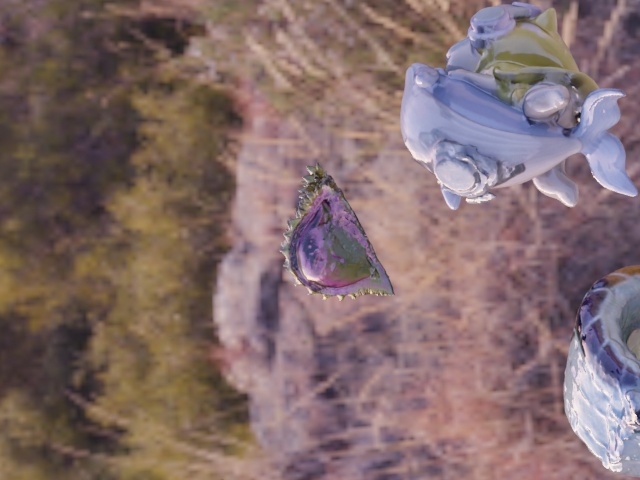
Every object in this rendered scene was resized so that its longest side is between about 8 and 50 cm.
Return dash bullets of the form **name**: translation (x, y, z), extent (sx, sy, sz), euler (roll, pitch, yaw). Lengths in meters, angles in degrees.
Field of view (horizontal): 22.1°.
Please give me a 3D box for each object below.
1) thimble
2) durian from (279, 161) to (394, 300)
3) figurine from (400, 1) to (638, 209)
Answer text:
- **thimble**: translation (0.373, 0.146, 1.758), extent (0.150, 0.237, 0.237), euler (93, 154, -43)
- **durian**: translation (-0.003, 0.002, 2.039), extent (0.186, 0.108, 0.119), euler (59, 176, -18)
- **figurine**: translation (0.148, -0.099, 1.229), extent (0.209, 0.184, 0.128), euler (19, 140, 34)
